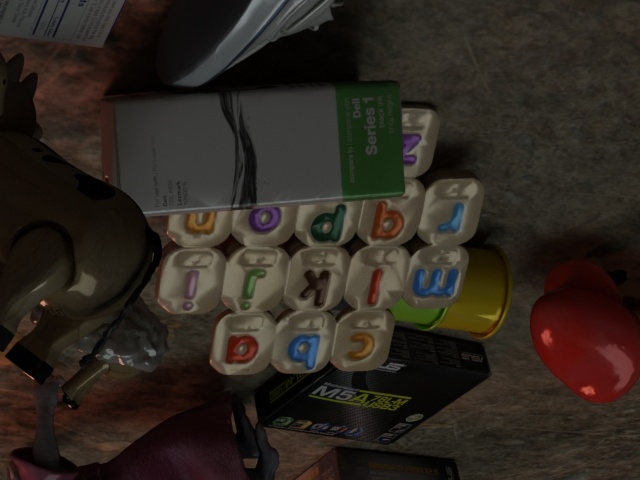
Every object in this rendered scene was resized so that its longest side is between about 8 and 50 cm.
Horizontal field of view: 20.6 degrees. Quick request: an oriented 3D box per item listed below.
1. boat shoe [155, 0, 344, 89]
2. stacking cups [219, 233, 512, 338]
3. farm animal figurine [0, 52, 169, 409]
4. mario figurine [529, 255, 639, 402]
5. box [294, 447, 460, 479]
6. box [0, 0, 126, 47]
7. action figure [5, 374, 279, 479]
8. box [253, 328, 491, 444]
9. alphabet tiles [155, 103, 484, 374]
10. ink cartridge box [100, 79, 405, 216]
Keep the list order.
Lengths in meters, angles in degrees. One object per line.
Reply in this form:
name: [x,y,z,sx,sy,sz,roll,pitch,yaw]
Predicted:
boat shoe: [-0.021,-0.184,1.262,0.084,0.095,0.258,19,140,-34]
stacking cups: [0.025,0.032,1.641,0.316,0.096,0.096,7,145,-28]
farm animal figurine: [-0.239,-0.051,1.205,0.172,0.327,0.330,-51,169,-8]
mario figurine: [0.338,0.061,1.806,0.320,0.170,0.198,1,113,-39]
box: [0.038,0.338,2.201,0.183,0.056,0.231,10,144,-31]
box: [-0.196,-0.202,1.196,0.137,0.072,0.126,5,148,-24]
action figure: [-0.226,0.289,1.847,0.370,0.276,0.248,-21,157,-10]
box: [0.055,0.157,1.913,0.190,0.045,0.184,13,145,-36]
alphabet tiles: [0.000,0.000,1.554,0.284,0.021,0.278,-1,122,-17]
ink cartridge box: [-0.059,-0.073,1.371,0.219,0.092,0.160,-4,-175,-11]
